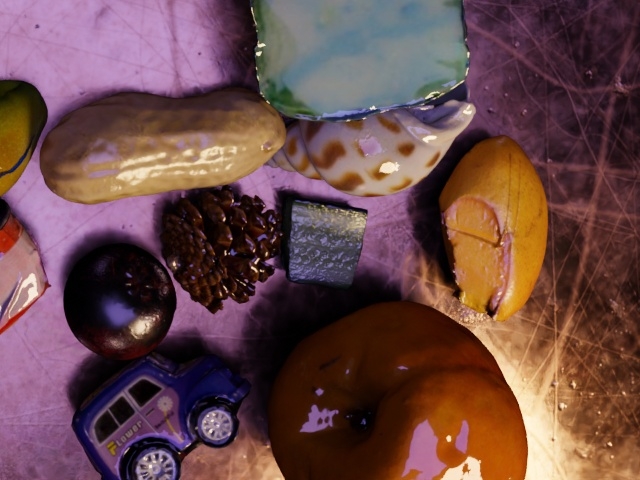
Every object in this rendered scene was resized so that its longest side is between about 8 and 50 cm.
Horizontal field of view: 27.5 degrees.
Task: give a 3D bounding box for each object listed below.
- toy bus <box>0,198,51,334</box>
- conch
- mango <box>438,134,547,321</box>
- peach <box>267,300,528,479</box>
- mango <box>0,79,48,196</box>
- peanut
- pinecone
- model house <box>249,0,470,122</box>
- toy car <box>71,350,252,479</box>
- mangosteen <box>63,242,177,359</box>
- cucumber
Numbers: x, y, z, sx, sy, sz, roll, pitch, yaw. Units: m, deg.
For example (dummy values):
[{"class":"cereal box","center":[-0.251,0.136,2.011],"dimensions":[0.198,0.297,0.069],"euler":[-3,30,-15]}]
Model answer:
[{"class":"toy bus","center":[-0.477,0.086,1.621],"dimensions":[0.302,0.127,0.147],"euler":[-40,111,-6]},{"class":"conch","center":[0.059,-0.141,1.704],"dimensions":[0.274,0.183,0.149],"euler":[0,139,-2]},{"class":"mango","center":[0.233,-0.018,1.779],"dimensions":[0.153,0.126,0.252],"euler":[5,92,-3]},{"class":"peach","center":[0.105,0.248,1.688],"dimensions":[0.301,0.342,0.343],"euler":[20,95,-50]},{"class":"mango","center":[-0.406,-0.116,1.574],"dimensions":[0.233,0.111,0.125],"euler":[-41,133,-48]},{"class":"peanut","center":[-0.199,-0.128,1.644],"dimensions":[0.318,0.147,0.148],"euler":[-13,103,-22]},{"class":"pinecone","center":[-0.124,0.004,1.682],"dimensions":[0.173,0.173,0.174],"euler":[-2,100,-13]},{"class":"model house","center":[0.035,-0.304,1.642],"dimensions":[0.261,0.241,0.226],"euler":[-9,121,-2]},{"class":"toy car","center":[-0.208,0.227,1.697],"dimensions":[0.235,0.172,0.158],"euler":[-38,92,-10]},{"class":"mangosteen","center":[-0.261,0.081,1.671],"dimensions":[0.152,0.152,0.152],"euler":[-2,100,-13]},{"class":"cucumber","center":[0.000,0.000,1.756],"dimensions":[0.115,0.062,0.116],"euler":[9,104,-13]}]
